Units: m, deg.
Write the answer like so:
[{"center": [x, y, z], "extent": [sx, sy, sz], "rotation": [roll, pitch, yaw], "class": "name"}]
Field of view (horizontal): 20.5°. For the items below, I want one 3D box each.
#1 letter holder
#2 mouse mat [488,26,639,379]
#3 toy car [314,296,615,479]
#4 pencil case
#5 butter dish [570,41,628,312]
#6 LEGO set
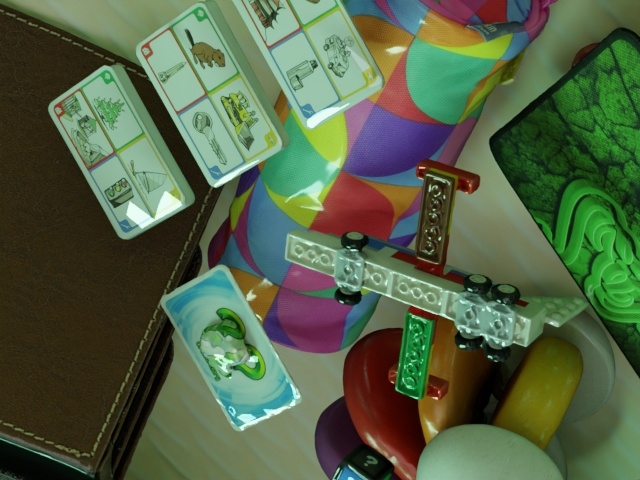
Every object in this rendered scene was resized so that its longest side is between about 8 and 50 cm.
[{"center": [-0.215, -0.011, 0.946], "extent": [0.302, 0.214, 0.152], "rotation": [21, 160, 2], "class": "letter holder"}, {"center": [0.140, -0.003, 0.771], "extent": [0.153, 0.007, 0.190], "rotation": [57, 164, 4], "class": "mouse mat"}, {"center": [0.064, 0.110, 0.925], "extent": [0.136, 0.159, 0.182], "rotation": [23, 129, 8], "class": "toy car"}, {"center": [0.027, -0.051, 0.857], "extent": [0.104, 0.104, 0.236], "rotation": [28, 129, -4], "class": "pencil case"}, {"center": [0.191, -0.004, 0.826], "extent": [0.160, 0.118, 0.160], "rotation": [3, 125, 16], "class": "butter dish"}, {"center": [0.000, 0.000, 0.823], "extent": [0.182, 0.060, 0.244], "rotation": [-29, 91, 38], "class": "LEGO set"}]
